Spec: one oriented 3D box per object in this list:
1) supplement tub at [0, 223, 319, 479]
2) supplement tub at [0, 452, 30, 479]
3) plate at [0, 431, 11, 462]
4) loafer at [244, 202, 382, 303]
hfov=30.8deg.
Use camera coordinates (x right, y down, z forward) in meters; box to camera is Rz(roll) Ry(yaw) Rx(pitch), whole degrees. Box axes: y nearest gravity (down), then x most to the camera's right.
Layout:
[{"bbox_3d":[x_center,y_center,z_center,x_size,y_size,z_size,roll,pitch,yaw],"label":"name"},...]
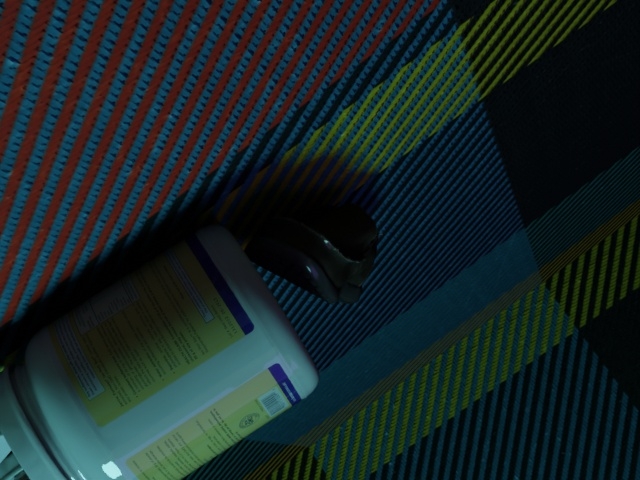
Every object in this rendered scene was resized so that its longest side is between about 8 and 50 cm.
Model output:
[{"bbox_3d":[-0.195,0.159,1.372,0.331,0.241,0.241,-32,163,-5],"label":"supplement tub"},{"bbox_3d":[-0.348,0.461,1.752,0.235,0.325,0.235,-31,163,-11],"label":"supplement tub"},{"bbox_3d":[-0.552,0.327,1.497,0.277,0.045,0.278,-12,152,-52],"label":"plate"},{"bbox_3d":[0.000,0.000,1.546,0.130,0.134,0.366,-62,170,1],"label":"loafer"}]
